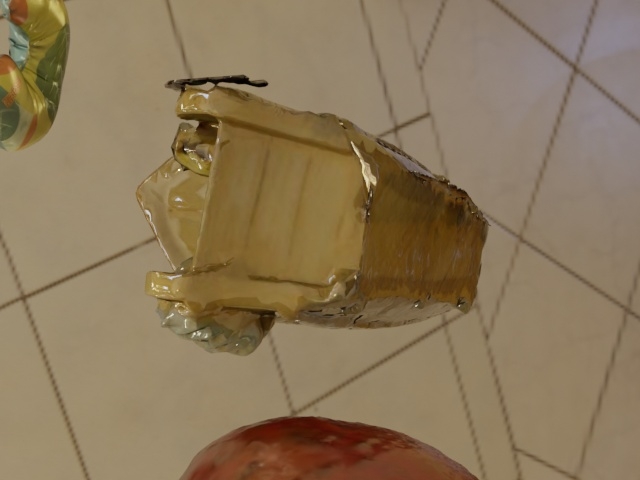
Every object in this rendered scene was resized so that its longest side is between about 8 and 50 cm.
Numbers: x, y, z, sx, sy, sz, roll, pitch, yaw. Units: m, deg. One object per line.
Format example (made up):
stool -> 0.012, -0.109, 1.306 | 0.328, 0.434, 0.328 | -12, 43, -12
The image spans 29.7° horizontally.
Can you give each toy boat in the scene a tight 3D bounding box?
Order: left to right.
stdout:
toy boat -> 0.000, 0.000, 0.766 | 0.445, 0.162, 0.135 | 12, 86, -71

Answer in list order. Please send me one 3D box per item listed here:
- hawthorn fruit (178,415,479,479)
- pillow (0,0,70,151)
hawthorn fruit -> 0.010, 0.184, 0.482 | 0.215, 0.250, 0.215 | -3, 101, -15
pillow -> -0.386, -0.230, 1.556 | 0.086, 0.214, 0.233 | 11, 82, 5
